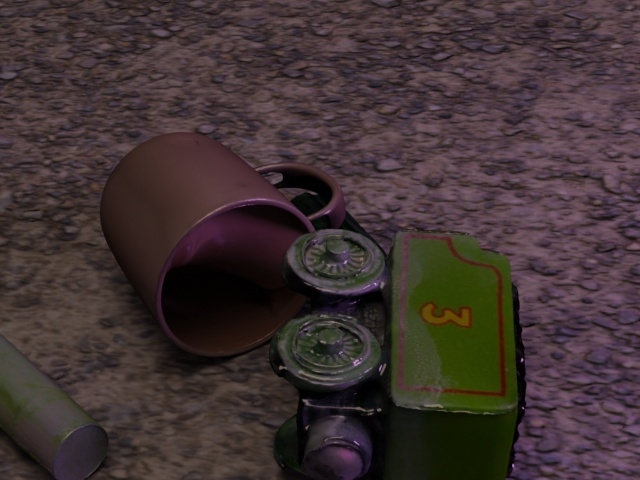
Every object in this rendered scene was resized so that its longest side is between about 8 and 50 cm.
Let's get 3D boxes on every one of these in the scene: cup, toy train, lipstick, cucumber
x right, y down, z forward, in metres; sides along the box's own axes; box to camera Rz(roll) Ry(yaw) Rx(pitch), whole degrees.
[{"bbox_3d":[-0.103,-0.020,1.783,0.253,0.191,0.200,-26,40,-15],"label":"cup"},{"bbox_3d":[0.077,0.115,1.618,0.249,0.173,0.307,3,39,1],"label":"toy train"},{"bbox_3d":[-0.334,0.145,1.706,0.076,0.076,0.304,-32,45,-28],"label":"lipstick"},{"bbox_3d":[0.000,0.000,1.851,0.116,0.062,0.115,-20,37,-18],"label":"cucumber"}]
